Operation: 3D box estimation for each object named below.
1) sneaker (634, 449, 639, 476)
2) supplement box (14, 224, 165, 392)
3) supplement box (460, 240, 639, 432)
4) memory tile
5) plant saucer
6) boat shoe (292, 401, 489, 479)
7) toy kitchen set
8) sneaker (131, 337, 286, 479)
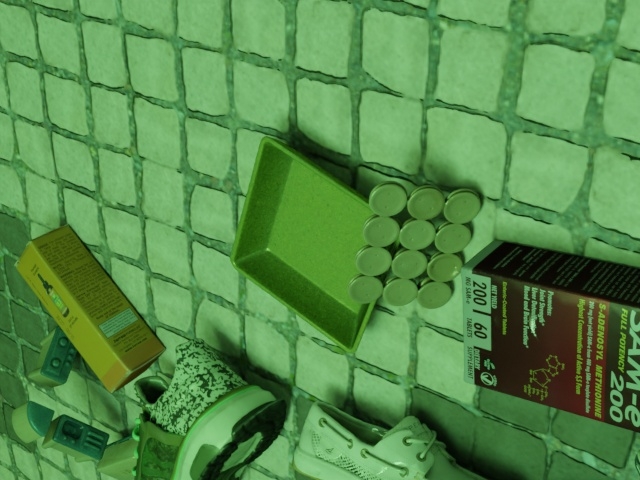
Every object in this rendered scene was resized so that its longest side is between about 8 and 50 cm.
[{"bbox_3d":[0.327,0.176,0.739,0.153,0.094,0.235,26,103,-16],"label":"sneaker"},{"bbox_3d":[-0.325,0.094,1.338,0.233,0.080,0.078,50,134,4],"label":"supplement box"},{"bbox_3d":[0.249,0.090,0.860,0.239,0.073,0.130,12,119,34],"label":"supplement box"},{"bbox_3d":[0.091,0.007,0.939,0.113,0.012,0.148,4,126,-11],"label":"memory tile"},{"bbox_3d":[0.000,0.000,1.037,0.188,0.045,0.188,35,130,20],"label":"plant saucer"},{"bbox_3d":[0.093,0.244,1.059,0.277,0.098,0.096,11,92,29],"label":"boat shoe"},{"bbox_3d":[-0.332,0.243,1.436,0.207,0.166,0.122,31,143,-27],"label":"toy kitchen set"},{"bbox_3d":[-0.196,0.273,1.303,0.182,0.158,0.410,54,130,20],"label":"sneaker"}]
